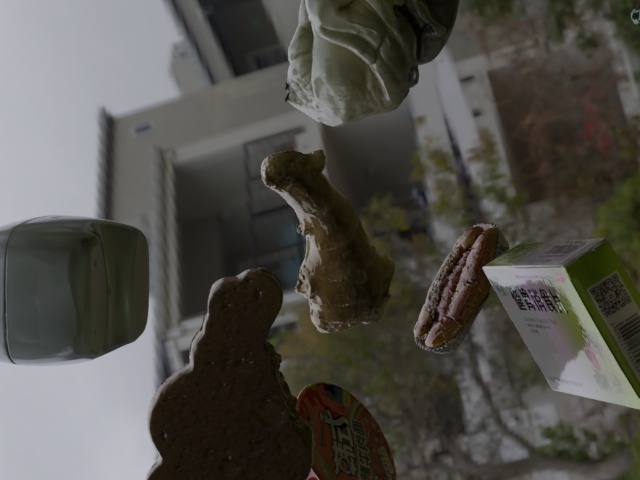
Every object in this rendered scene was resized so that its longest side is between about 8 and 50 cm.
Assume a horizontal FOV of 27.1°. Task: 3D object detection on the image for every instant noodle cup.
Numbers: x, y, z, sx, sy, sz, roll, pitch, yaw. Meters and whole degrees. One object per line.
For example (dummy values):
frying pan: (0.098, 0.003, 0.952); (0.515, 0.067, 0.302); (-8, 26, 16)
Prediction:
instant noodle cup: (-0.018, 0.397, 2.293); (0.250, 0.192, 0.250); (35, -146, -29)

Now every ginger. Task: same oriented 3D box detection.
ginger: (0.000, 0.000, 1.634); (0.294, 0.131, 0.086); (58, 174, -37)

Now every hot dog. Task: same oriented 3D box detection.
hot dog: (0.264, 0.089, 2.469); (0.075, 0.268, 0.144); (32, 171, -26)

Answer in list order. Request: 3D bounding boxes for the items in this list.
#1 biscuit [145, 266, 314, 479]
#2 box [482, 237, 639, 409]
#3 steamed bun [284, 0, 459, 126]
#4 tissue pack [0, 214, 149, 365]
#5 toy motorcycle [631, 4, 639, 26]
biscuit: (-0.095, 0.185, 1.432); (0.047, 0.183, 0.320); (-117, 29, -76)
box: (0.284, 0.089, 1.467); (0.175, 0.062, 0.260); (59, 170, -5)
steamed bun: (0.080, -0.318, 1.884); (0.275, 0.206, 0.320); (-57, -18, -44)
tissue pack: (-0.421, 0.076, 2.068); (0.333, 0.236, 0.229); (-16, -74, -78)
toy motorcycle: (0.501, -0.346, 1.689); (0.275, 0.127, 0.205); (-160, 63, -64)
